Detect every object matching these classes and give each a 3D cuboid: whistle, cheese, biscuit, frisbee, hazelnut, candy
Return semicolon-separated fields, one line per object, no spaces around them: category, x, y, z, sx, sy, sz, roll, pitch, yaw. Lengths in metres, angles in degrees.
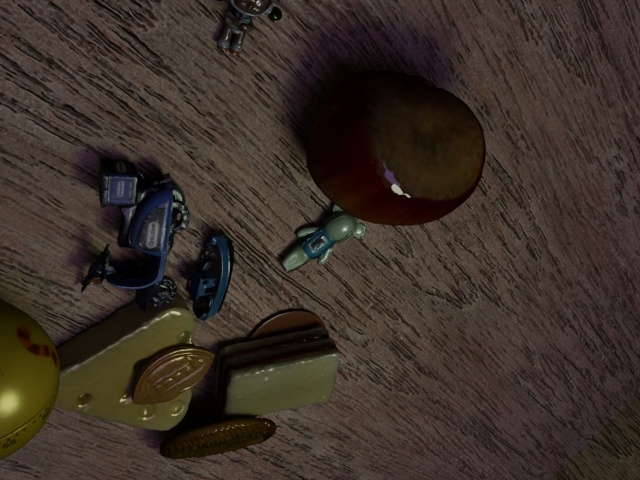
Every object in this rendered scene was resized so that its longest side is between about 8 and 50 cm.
whistle;0.000;0.000;1.925;0.235;0.077;0.114;-37;103;5
cheese;-0.443;0.330;1.876;0.384;0.104;0.384;-14;125;-21
biscuit;-0.358;0.322;1.830;0.220;0.029;0.142;-28;129;-11
frisbee;-0.098;0.294;2.099;0.250;0.021;0.251;-15;127;-20
hazelnut;0.165;-0.208;1.722;0.409;0.359;0.359;5;118;-36
biscuit;-0.273;0.537;2.046;0.318;0.040;0.318;-12;156;-5
candy;-0.119;0.355;2.030;0.320;0.135;0.179;-8;124;-21

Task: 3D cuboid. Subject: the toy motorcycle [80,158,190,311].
toy motorcycle;-0.408;0.002;1.674;0.212;0.125;0.359;2;118;-20

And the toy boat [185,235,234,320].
toy boat;-0.271;0.086;1.813;0.097;0.100;0.223;-7;123;-42

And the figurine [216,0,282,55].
figurine;-0.149;-0.464;1.518;0.147;0.093;0.197;14;114;-22

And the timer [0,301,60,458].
timer;-0.709;0.252;1.520;0.376;0.376;0.387;-14;132;-20
